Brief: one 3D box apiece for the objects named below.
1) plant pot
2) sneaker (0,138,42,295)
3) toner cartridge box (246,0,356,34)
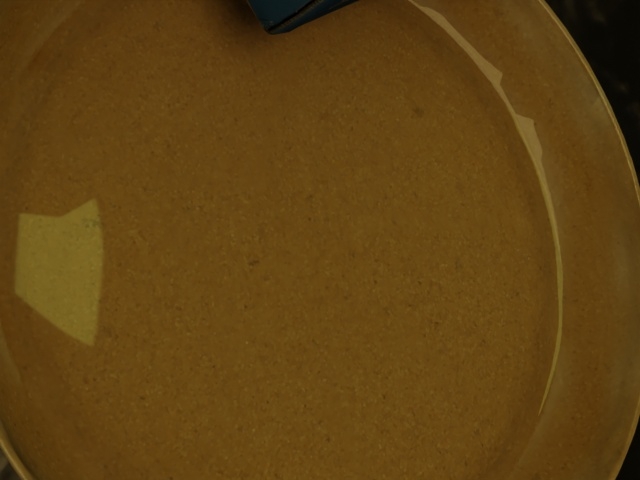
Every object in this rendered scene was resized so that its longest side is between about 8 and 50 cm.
[{"bbox_3d":[0.000,0.000,0.397,0.236,0.032,0.236,8,74,-29],"label":"plant pot"},{"bbox_3d":[-0.157,0.081,0.371,0.275,0.107,0.110,-47,115,-15],"label":"sneaker"},{"bbox_3d":[0.135,-0.175,0.405,0.348,0.165,0.075,-29,92,-32],"label":"toner cartridge box"}]
